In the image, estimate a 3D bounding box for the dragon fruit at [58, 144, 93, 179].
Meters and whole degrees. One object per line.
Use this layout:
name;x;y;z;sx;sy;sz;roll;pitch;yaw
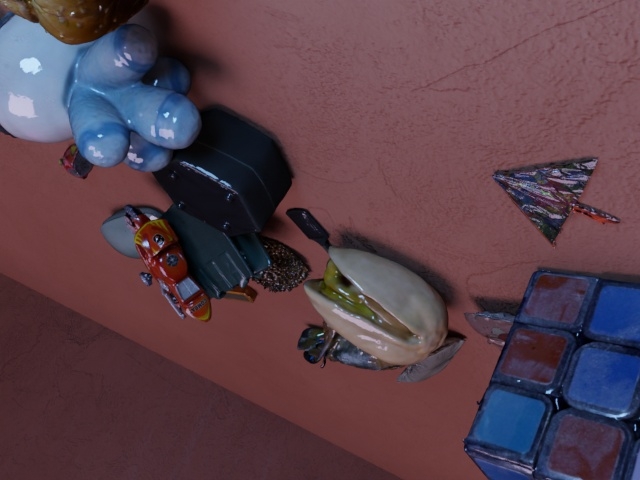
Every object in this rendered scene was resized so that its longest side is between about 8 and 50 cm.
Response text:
dragon fruit;-0.589;-0.186;1.641;0.060;0.056;0.083;18;155;19

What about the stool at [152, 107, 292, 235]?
stool;-0.177;-0.116;1.245;0.232;0.141;0.232;23;154;11

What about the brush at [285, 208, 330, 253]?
brush;0.000;0.000;1.430;0.062;0.016;0.193;1;143;47

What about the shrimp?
shrimp;0.068;0.251;1.748;0.221;0.110;0.445;43;149;-16

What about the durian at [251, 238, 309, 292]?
durian;-0.121;0.070;1.601;0.188;0.091;0.148;10;149;39

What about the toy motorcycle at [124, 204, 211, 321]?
toy motorcycle;-0.349;0.051;1.545;0.171;0.089;0.298;2;126;54

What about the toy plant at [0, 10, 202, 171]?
toy plant;-0.333;-0.228;1.089;0.332;0.247;0.247;19;154;19

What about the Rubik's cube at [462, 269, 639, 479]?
Rubik's cube;0.487;0.289;1.084;0.358;0.362;0.363;10;148;39

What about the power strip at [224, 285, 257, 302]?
power strip;-0.247;0.146;1.951;0.178;0.028;0.049;2;144;44

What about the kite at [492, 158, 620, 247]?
kite;0.333;-0.057;0.987;0.189;0.009;0.232;22;156;11

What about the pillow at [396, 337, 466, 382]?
pillow;0.254;0.283;1.602;0.229;0.128;0.051;101;151;-64

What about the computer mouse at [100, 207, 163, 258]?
computer mouse;-0.480;-0.007;1.824;0.288;0.097;0.159;0;141;47

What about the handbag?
handbag;-0.243;0.008;1.531;0.239;0.089;0.326;57;148;-4

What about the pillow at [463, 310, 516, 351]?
pillow;0.393;0.201;1.370;0.135;0.049;0.248;1;148;46

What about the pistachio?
pistachio;0.119;0.126;1.374;0.299;0.188;0.187;35;155;1

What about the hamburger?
hamburger;-0.261;-0.344;0.789;0.146;0.243;0.286;29;171;-6
